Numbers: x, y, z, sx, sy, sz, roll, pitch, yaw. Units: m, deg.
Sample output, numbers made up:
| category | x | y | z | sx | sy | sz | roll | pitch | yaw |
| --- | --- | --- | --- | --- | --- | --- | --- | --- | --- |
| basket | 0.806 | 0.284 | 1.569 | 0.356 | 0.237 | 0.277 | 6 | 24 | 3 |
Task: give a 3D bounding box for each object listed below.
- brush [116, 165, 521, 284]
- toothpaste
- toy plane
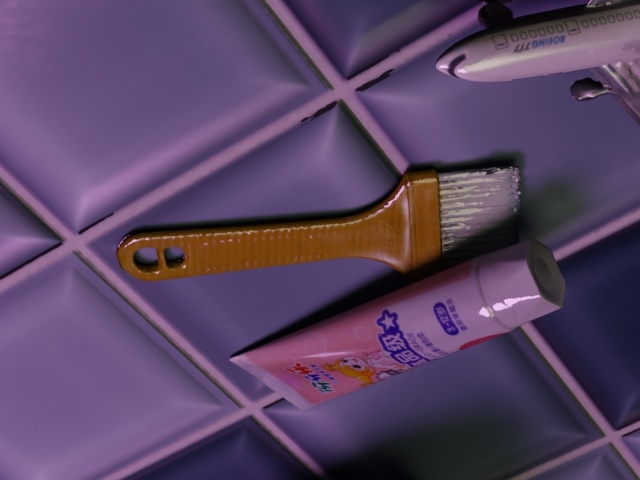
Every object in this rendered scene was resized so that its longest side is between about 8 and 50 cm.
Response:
| category | x | y | z | sx | sy | sz | roll | pitch | yaw |
| --- | --- | --- | --- | --- | --- | --- | --- | --- | --- |
| brush | 0.000 | 0.000 | 0.731 | 0.218 | 0.010 | 0.083 | -6 | 132 | -1 |
| toothpaste | 0.042 | 0.051 | 0.755 | 0.194 | 0.043 | 0.067 | -26 | 132 | 33 |
| toy plane | 0.164 | -0.102 | 0.629 | 0.226 | 0.058 | 0.226 | -4 | 136 | 0 |
